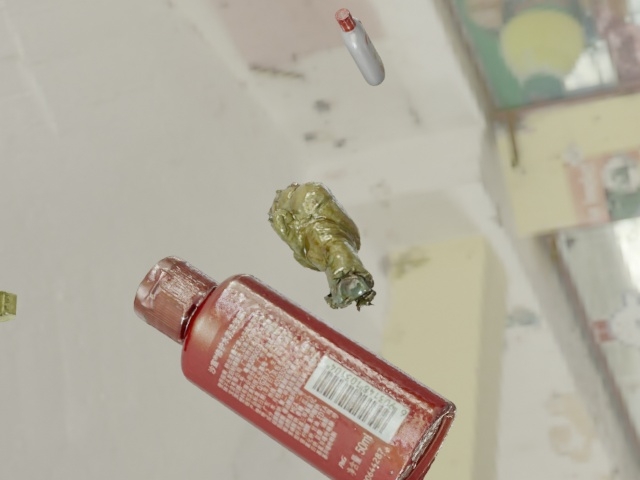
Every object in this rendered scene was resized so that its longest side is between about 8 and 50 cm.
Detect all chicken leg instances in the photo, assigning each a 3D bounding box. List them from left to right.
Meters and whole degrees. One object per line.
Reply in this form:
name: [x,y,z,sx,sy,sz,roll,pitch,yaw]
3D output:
chicken leg: [0.000,0.000,1.588,0.227,0.088,0.103,-116,3,-59]

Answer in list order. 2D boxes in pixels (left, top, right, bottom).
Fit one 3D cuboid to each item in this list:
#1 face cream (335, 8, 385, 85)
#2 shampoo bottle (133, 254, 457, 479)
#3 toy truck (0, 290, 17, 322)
face cream: [0.033,-0.170,1.261,0.083,0.021,0.040,54,-162,-52]
shampoo bottle: [-0.031,0.119,1.313,0.076,0.314,0.118,2,-64,-63]
toy truck: [-0.441,0.082,1.471,0.157,0.272,0.124,27,-128,-55]
